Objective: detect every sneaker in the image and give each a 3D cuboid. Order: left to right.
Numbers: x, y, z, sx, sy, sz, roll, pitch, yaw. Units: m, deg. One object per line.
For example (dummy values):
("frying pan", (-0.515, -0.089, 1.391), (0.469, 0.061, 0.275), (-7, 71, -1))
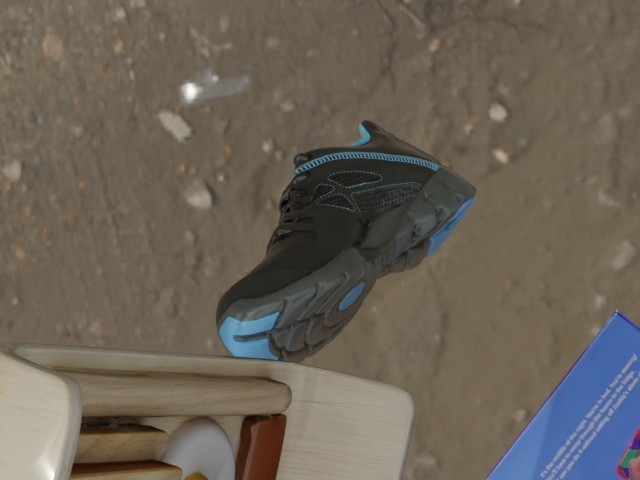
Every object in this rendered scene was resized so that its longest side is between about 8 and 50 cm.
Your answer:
("sneaker", (0.000, 0.000, 1.206), (0.139, 0.341, 0.125), (42, 130, 12))

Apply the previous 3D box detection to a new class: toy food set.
("toy food set", (-0.047, 0.158, 0.501), (0.092, 0.306, 0.219), (13, 88, 22))

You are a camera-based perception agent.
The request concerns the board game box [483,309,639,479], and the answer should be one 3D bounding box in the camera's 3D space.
("board game box", (0.184, 0.254, 0.862), (0.347, 0.233, 0.078), (-53, 148, 4))
